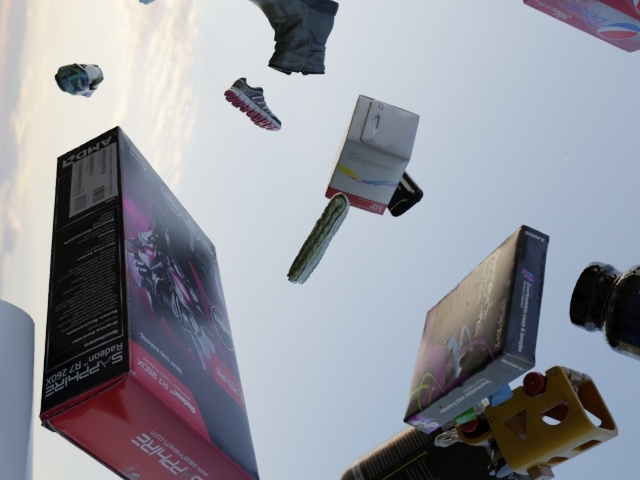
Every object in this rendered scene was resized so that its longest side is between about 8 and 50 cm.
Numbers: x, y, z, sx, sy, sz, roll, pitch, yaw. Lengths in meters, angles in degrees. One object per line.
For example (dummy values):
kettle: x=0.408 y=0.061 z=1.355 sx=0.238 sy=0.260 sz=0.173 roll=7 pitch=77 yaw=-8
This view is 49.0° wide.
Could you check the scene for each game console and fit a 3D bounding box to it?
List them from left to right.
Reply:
game console: x=0.185 y=-0.159 z=1.977 sx=0.213 sy=0.044 sz=0.361 roll=-47 pitch=-153 yaw=12

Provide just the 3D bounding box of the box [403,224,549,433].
box: x=0.121 y=0.074 z=0.559 sx=0.162 sy=0.029 sz=0.116 roll=-55 pitch=-167 yaw=53

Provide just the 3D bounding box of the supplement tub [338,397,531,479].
supplement tub: x=0.175 y=0.412 z=1.157 sx=0.338 sy=0.207 sz=0.207 roll=-33 pitch=-137 yaw=2

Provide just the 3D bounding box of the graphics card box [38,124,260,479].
graphics card box: x=-0.178 y=0.074 z=0.739 sx=0.094 sy=0.233 sz=0.371 roll=-27 pitch=-138 yaw=6

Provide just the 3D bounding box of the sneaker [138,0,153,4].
sneaker: x=-0.199 y=-0.393 z=1.004 sx=0.208 sy=0.127 sz=0.319 roll=-37 pitch=-134 yaw=3

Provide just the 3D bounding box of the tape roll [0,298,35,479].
tape roll: x=-0.332 y=0.144 z=0.496 sx=0.246 sy=0.246 sz=0.169 roll=-39 pitch=-127 yaw=52

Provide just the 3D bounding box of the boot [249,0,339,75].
boot: x=-0.078 y=-0.410 z=1.366 sx=0.083 sy=0.246 sz=0.161 roll=32 pitch=-69 yaw=56

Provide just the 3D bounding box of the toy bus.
toy bus: x=0.254 y=0.238 z=0.855 sx=0.202 sy=0.190 sz=0.104 roll=88 pitch=-14 yaw=-54

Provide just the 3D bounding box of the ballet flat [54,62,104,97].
ballet flat: x=-0.433 y=-0.300 z=1.298 sx=0.188 sy=0.070 sz=0.070 roll=-111 pitch=-146 yaw=-72

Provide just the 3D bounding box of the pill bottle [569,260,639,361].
pill bottle: x=0.433 y=0.099 z=0.871 sx=0.219 sy=0.122 sz=0.123 roll=19 pitch=-77 yaw=41

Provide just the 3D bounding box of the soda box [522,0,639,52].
soda box: x=0.443 y=-0.381 z=1.103 sx=0.092 sy=0.263 sz=0.084 roll=-3 pitch=-102 yaw=62

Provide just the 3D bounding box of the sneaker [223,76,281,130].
sneaker: x=-0.152 y=-0.332 z=1.695 sx=0.063 sy=0.170 sz=0.075 roll=-6 pitch=-125 yaw=52

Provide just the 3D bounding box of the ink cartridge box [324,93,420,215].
ink cartridge box: x=0.097 y=-0.162 z=1.347 sx=0.176 sy=0.127 sz=0.128 roll=111 pitch=-4 yaw=-54

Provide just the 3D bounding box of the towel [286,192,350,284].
towel: x=0.000 y=0.000 z=1.020 sx=0.148 sy=0.027 sz=0.110 roll=-60 pitch=174 yaw=2
